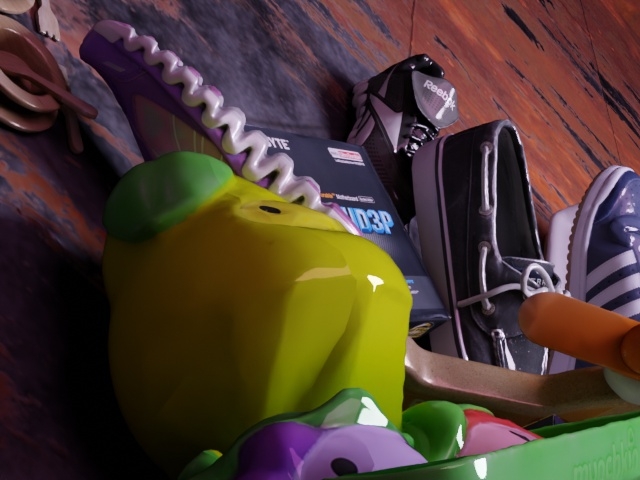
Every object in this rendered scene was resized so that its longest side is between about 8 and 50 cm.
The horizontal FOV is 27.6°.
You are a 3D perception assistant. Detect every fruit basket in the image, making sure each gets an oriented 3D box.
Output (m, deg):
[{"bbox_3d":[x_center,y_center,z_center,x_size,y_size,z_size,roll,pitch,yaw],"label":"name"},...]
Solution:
[{"bbox_3d":[0.019,0.105,0.710,0.392,0.283,0.392,34,48,-49],"label":"fruit basket"}]

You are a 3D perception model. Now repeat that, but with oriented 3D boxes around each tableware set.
[{"bbox_3d":[-0.206,-0.156,0.860,0.128,0.039,0.194,24,39,-48],"label":"tableware set"}]

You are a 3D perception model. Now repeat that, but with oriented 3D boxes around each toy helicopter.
[{"bbox_3d":[0.163,0.120,0.943,0.355,0.235,0.140,15,52,-18],"label":"toy helicopter"}]

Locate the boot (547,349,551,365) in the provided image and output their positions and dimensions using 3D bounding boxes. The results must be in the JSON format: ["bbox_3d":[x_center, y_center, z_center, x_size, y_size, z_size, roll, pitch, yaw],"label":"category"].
[{"bbox_3d":[0.180,0.057,1.263,0.158,0.059,0.084,47,21,-14],"label":"boot"}]

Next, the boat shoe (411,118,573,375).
[{"bbox_3d":[0.161,0.046,1.116,0.113,0.105,0.306,18,60,-49],"label":"boat shoe"}]

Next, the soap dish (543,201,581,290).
[{"bbox_3d":[0.358,0.044,1.412,0.118,0.229,0.291,64,21,-22],"label":"soap dish"}]

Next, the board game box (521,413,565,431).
[{"bbox_3d":[0.160,0.208,0.930,0.170,0.141,0.048,42,38,-27],"label":"board game box"}]

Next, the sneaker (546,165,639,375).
[{"bbox_3d":[0.306,0.065,1.207,0.099,0.153,0.282,33,67,-48],"label":"sneaker"}]

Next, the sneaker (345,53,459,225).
[{"bbox_3d":[0.082,-0.108,1.232,0.078,0.106,0.234,42,28,-25],"label":"sneaker"}]

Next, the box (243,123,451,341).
[{"bbox_3d":[0.000,0.000,1.017,0.220,0.051,0.175,4,55,-58],"label":"box"}]

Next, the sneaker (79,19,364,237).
[{"bbox_3d":[-0.082,-0.043,0.865,0.236,0.104,0.095,45,5,-1],"label":"sneaker"}]
